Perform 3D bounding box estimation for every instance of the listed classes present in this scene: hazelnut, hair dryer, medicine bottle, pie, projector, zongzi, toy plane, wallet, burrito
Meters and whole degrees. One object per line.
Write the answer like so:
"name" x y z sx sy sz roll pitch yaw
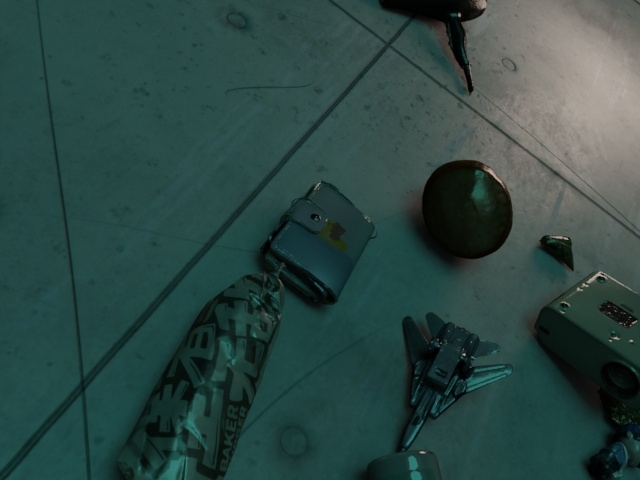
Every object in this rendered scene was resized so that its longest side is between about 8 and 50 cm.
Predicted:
"hazelnut" 0.301 -0.067 1.306 0.214 0.176 0.214 51 28 -42
"hair dryer" 0.335 -0.550 1.709 0.304 0.120 0.359 -4 70 -21
"medicine bottle" 0.146 0.482 0.884 0.110 0.110 0.351 7 57 -25
"pie" 0.630 0.352 1.287 0.170 0.034 0.092 24 41 -14
"projector" 0.588 0.188 1.264 0.198 0.108 0.250 -24 49 -33
"zongzi" 0.544 0.030 1.462 0.076 0.040 0.083 3 75 -19
"toy plane" 0.194 0.246 1.084 0.212 0.088 0.267 25 49 19
"wallet" 0.000 0.000 1.161 0.170 0.069 0.231 40 43 -5
"burrito" -0.152 0.191 0.926 0.139 0.101 0.445 26 52 -5

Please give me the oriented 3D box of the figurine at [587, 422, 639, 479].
"figurine" 0.568 0.405 1.198 0.149 0.086 0.087 -15 26 -23
